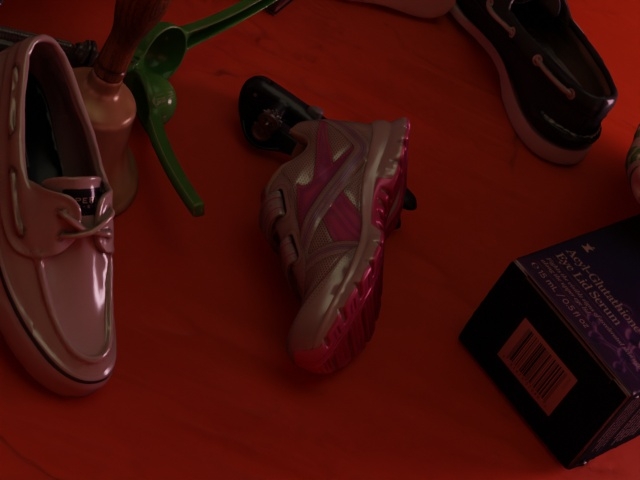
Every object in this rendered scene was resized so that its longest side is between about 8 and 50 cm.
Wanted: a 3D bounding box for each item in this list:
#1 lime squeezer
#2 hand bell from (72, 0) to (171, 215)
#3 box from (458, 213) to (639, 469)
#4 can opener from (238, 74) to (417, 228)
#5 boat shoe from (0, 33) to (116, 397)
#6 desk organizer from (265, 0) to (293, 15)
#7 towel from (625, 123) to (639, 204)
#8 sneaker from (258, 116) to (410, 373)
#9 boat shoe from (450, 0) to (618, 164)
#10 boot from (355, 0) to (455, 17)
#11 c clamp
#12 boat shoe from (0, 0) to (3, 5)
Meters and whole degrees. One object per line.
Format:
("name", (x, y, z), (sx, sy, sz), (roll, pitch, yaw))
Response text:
("lime squeezer", (-0.118, -0.127, 1.611), (0.110, 0.059, 0.310), (21, 42, -5))
("hand bell", (-0.157, -0.138, 1.461), (0.126, 0.242, 0.126), (18, 43, -17))
("box", (0.248, 0.079, 1.605), (0.207, 0.108, 0.153), (-19, 61, -42))
("can opener", (0.006, -0.080, 1.646), (0.186, 0.059, 0.073), (36, 40, 5))
("boat shoe", (-0.192, -0.022, 1.393), (0.096, 0.088, 0.267), (4, 67, -43))
("desk organizer", (-0.074, -0.276, 1.795), (0.130, 0.050, 0.047), (38, 41, 6))
("towel", (0.378, -0.013, 1.728), (0.248, 0.038, 0.325), (43, 20, 1))
("sneaker", (0.000, 0.000, 1.543), (0.111, 0.103, 0.252), (9, 49, 7))
("boat shoe", (0.208, -0.214, 1.878), (0.114, 0.091, 0.302), (-4, 52, -35))
("boot", (0.042, -0.279, 1.868), (0.190, 0.069, 0.086), (18, 35, -28))
("c clamp", (-0.244, -0.160, 1.535), (0.161, 0.137, 0.022), (11, 83, -29))
("boat shoe", (-0.311, -0.284, 1.583), (0.187, 0.156, 0.500), (45, 27, 22))
